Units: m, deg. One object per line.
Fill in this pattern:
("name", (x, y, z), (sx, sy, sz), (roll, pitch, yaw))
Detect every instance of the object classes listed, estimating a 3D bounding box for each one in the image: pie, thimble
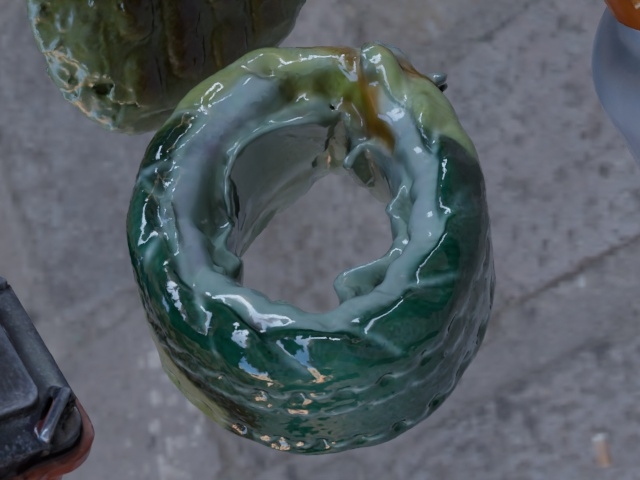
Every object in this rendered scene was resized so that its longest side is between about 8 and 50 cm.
("pie", (-0.118, -0.237, 1.348), (0.071, 0.306, 0.306), (27, 110, 45))
("thimble", (0.000, 0.000, 1.155), (0.254, 0.167, 0.288), (15, 63, 14))

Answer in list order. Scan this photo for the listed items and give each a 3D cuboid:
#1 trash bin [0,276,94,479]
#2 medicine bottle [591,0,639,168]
("trash bin", (-0.256, 0.152, 0.986), (0.161, 0.184, 0.239), (53, 145, 31))
("medicine bottle", (0.247, -0.070, 0.878), (0.157, 0.289, 0.157), (-23, 40, 21))
